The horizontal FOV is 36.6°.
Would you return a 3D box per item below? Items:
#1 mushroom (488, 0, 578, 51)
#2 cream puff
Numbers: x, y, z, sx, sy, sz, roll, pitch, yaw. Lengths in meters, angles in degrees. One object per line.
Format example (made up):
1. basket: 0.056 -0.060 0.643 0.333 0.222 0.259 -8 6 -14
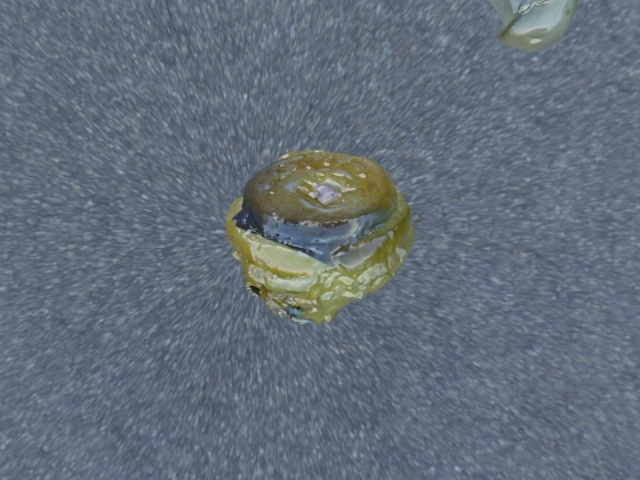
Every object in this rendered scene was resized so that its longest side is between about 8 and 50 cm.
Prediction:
1. mushroom: 0.072 -0.237 0.685 0.270 0.103 0.118 35 121 22
2. cream puff: 0.000 0.000 0.940 0.189 0.189 0.130 -6 127 -4
